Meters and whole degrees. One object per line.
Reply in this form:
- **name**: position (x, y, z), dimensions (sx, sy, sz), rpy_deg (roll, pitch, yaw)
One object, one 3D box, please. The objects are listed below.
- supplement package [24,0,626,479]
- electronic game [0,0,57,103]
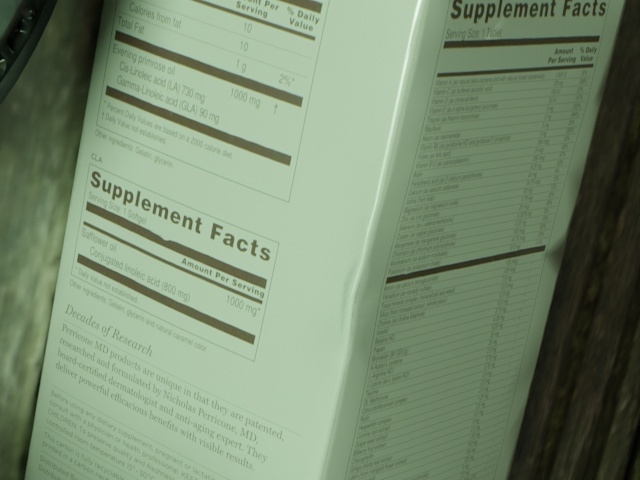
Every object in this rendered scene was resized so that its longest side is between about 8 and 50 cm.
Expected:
- **supplement package**: position (0.000, 0.000, 0.672), dimensions (0.139, 0.134, 0.244), rpy_deg (-9, 116, -53)
- **electronic game**: position (-0.145, -0.103, 0.484), dimensions (0.229, 0.048, 0.229), rpy_deg (-29, 129, -43)
